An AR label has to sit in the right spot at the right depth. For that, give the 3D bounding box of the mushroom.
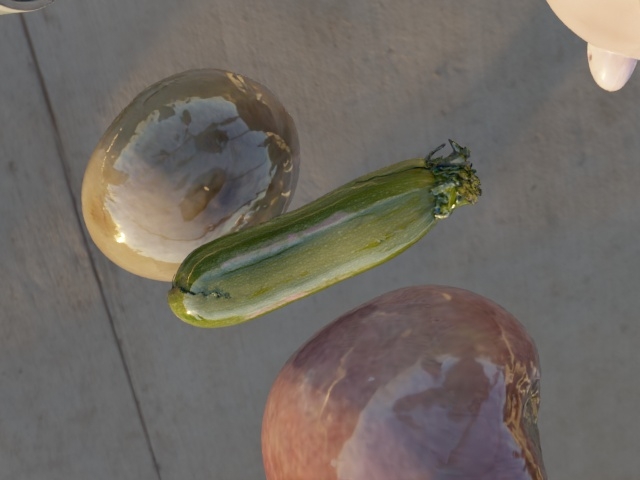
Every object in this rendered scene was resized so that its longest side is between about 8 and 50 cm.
[{"bbox_3d":[-0.129,-0.068,1.056,0.226,0.178,0.226,-32,155,-17],"label":"mushroom"}]

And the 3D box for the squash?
[{"bbox_3d":[0.000,0.000,0.576,0.183,0.052,0.052,-26,120,14],"label":"squash"}]

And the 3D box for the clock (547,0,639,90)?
[{"bbox_3d":[0.335,-0.347,1.051,0.250,0.376,0.368,12,66,-6],"label":"clock"}]

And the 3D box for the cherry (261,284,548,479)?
[{"bbox_3d":[0.058,0.152,0.835,0.239,0.206,0.239,-1,83,7],"label":"cherry"}]

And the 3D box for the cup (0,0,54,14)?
[{"bbox_3d":[-0.436,-0.304,1.049,0.274,0.356,0.259,-3,135,24],"label":"cup"}]
